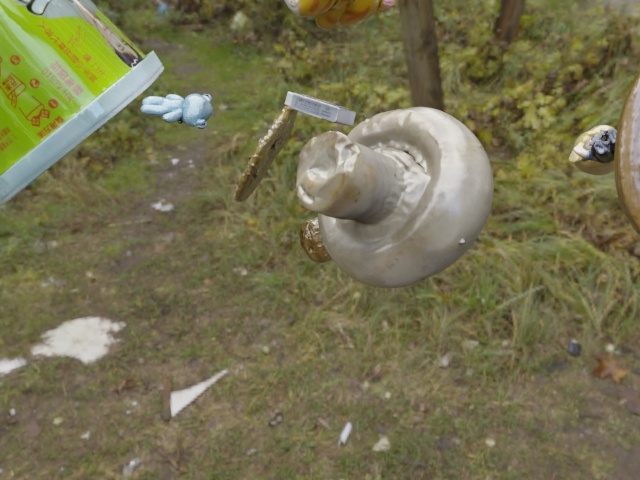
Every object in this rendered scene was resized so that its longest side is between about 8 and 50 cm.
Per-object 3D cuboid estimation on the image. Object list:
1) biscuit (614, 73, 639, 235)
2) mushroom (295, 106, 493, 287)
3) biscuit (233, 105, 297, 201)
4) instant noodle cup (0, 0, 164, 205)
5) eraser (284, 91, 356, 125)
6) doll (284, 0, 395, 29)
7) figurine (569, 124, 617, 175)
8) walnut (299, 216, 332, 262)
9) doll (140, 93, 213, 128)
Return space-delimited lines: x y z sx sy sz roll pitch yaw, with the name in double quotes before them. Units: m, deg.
"biscuit" 0.550 -0.115 0.846 0.381 0.358 0.074 1 2 11
"mushroom" 0.092 -0.087 1.061 0.290 0.292 0.292 28 5 -45
"biscuit" -0.100 -0.163 1.334 0.033 0.220 0.220 32 34 -1
"instant noodle cup" -0.400 -0.250 0.893 0.294 0.308 0.294 -34 21 15
"eraser" -0.001 -0.228 1.236 0.122 0.029 0.052 25 14 34
"doll" 0.014 -0.492 1.347 0.166 0.162 0.270 58 21 14
"figurine" 0.597 -0.197 1.528 0.108 0.114 0.196 43 13 16
"walnut" 0.000 0.000 1.434 0.079 0.096 0.082 -3 28 46
"doll" -0.363 -0.327 1.825 0.180 0.075 0.120 -1 55 6
